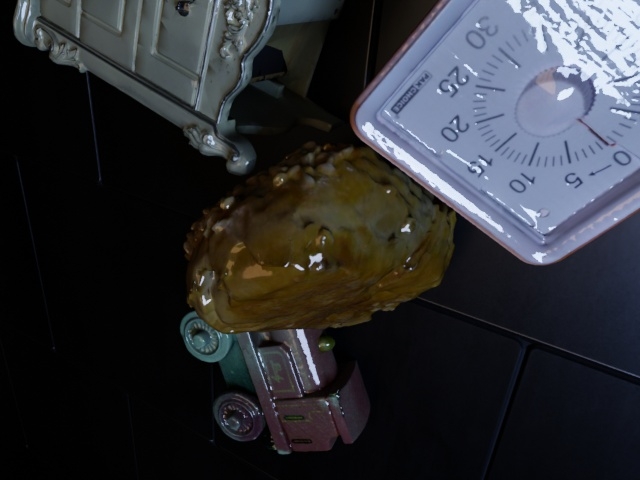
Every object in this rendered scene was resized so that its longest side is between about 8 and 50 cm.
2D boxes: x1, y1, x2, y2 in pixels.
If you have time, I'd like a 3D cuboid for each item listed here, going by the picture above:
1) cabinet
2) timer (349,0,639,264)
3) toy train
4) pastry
[{"bbox_3d":[-0.110,-0.281,0.531,0.317,0.227,0.290,33,125,16],"label":"cabinet"},{"bbox_3d":[0.206,-0.128,0.449,0.250,0.161,0.257,44,128,-2],"label":"timer"},{"bbox_3d":[-0.067,0.168,0.777,0.221,0.150,0.305,-13,103,25],"label":"toy train"},{"bbox_3d":[0.000,0.000,0.573,0.255,0.310,0.162,-32,63,30],"label":"pastry"}]
